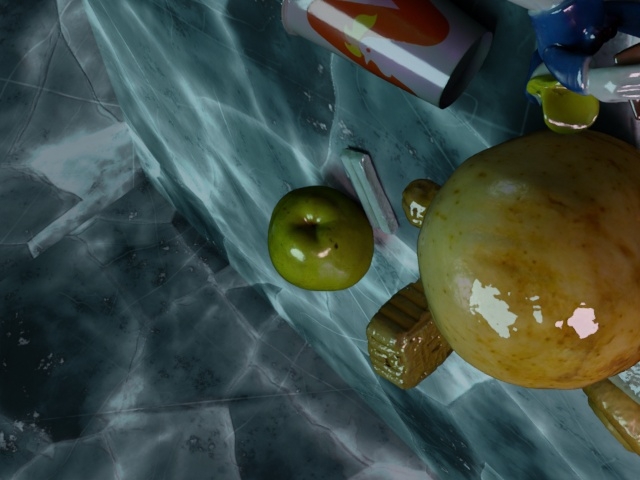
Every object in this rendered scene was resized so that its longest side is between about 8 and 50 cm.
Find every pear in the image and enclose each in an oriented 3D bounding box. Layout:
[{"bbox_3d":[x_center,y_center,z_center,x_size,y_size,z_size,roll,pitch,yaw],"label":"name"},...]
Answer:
[{"bbox_3d":[0.000,0.000,1.783,0.294,0.294,0.294,43,159,21],"label":"pear"}]

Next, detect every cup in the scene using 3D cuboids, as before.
[{"bbox_3d":[0.107,-0.336,1.092,0.288,0.203,0.203,37,157,15],"label":"cup"}]

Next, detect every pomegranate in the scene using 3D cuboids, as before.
[{"bbox_3d":[0.295,0.014,1.015,0.410,0.410,0.410,43,159,21],"label":"pomegranate"}]

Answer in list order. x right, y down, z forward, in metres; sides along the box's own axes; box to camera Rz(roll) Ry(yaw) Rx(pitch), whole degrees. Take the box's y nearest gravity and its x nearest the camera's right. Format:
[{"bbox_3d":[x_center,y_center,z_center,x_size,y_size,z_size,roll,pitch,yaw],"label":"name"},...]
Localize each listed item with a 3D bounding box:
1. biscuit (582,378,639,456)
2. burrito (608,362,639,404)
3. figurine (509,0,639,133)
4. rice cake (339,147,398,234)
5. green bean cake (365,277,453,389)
[{"bbox_3d":[0.577,0.331,1.318,0.274,0.091,0.213,52,-171,9],"label":"biscuit"},{"bbox_3d":[0.568,0.225,1.168,0.299,0.105,0.143,38,122,34],"label":"burrito"},{"bbox_3d":[0.327,-0.251,0.850,0.284,0.204,0.338,38,170,14],"label":"figurine"},{"bbox_3d":[0.114,-0.114,1.658,0.085,0.040,0.226,23,147,51],"label":"rice cake"},{"bbox_3d":[0.234,0.234,1.758,0.131,0.230,0.224,31,149,41],"label":"green bean cake"}]
